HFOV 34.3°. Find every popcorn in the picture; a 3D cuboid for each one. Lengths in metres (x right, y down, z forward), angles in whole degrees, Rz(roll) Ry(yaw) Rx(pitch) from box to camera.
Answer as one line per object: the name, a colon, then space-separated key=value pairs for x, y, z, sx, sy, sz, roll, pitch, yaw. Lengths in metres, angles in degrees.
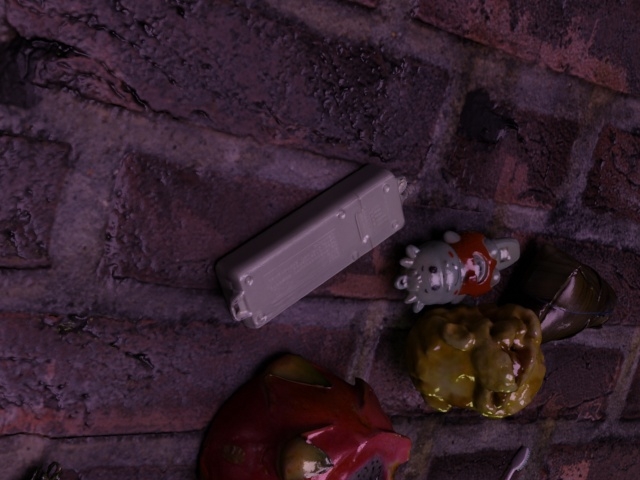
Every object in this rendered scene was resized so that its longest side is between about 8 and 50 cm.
popcorn: x=0.249 y=0.167 z=1.583 sx=0.203 sy=0.226 sz=0.200 roll=-52 pitch=-173 yaw=38

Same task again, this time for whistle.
whistle: x=0.210 y=0.040 z=1.573 sx=0.253 sy=0.106 sz=0.102 roll=-13 pitch=132 yaw=-36

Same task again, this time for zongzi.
zongzi: x=0.392 y=0.145 z=1.770 sx=0.221 sy=0.112 sz=0.242 roll=27 pitch=97 yaw=-44

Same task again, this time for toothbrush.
toothbrush: x=0.312 y=0.496 z=1.903 sx=0.027 sy=0.021 sz=0.269 roll=36 pitch=84 yaw=-37

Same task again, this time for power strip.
power strip: x=0.000 y=0.000 z=1.405 sx=0.338 sy=0.058 sz=0.098 roll=-33 pitch=126 yaw=-25

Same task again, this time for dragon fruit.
dragon fruit: x=-0.007 y=0.323 z=1.444 sx=0.290 sy=0.189 sz=0.290 roll=-16 pitch=118 yaw=-34

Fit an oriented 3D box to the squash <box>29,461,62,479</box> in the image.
squash: x=-0.407 y=0.398 z=1.220 sx=0.318 sy=0.080 sz=0.071 roll=-45 pitch=169 yaw=-15
